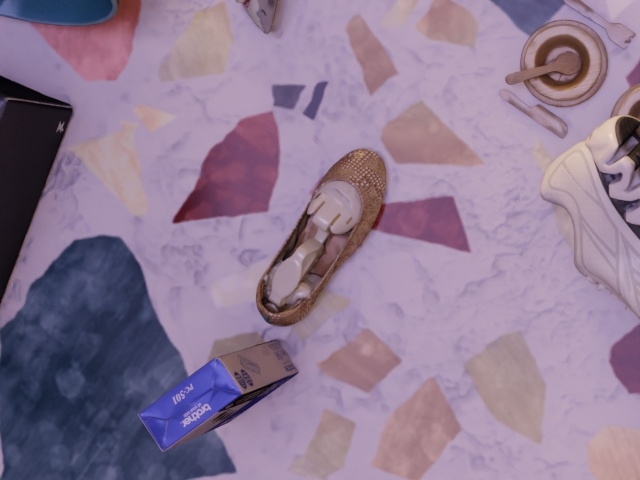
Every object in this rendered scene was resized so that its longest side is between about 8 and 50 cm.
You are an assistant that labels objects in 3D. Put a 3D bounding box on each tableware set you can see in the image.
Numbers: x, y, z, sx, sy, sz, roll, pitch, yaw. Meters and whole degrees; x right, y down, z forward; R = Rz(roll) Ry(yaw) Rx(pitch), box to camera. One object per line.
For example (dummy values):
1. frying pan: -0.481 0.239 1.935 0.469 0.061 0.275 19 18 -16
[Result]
1. tableware set: 0.280 -0.142 1.439 0.194 0.039 0.128 35 99 10

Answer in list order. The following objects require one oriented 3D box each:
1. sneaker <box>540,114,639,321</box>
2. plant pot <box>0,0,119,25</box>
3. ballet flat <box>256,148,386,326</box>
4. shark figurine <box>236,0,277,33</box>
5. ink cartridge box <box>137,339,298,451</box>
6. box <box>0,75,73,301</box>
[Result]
1. sneaker: 0.317 0.028 1.414 0.118 0.110 0.292 -30 88 34
2. plant pot: -0.301 -0.381 1.464 0.271 0.271 0.255 11 80 13
3. ballet flat: 0.000 0.000 1.494 0.073 0.067 0.206 30 98 12
4. shark figurine: -0.040 -0.364 1.462 0.116 0.278 0.166 -13 53 -23
5. ink cartridge box: -0.095 0.148 1.448 0.097 0.207 0.046 -36 83 12
6. box: -0.463 -0.064 1.544 0.294 0.183 0.296 23 97 10
